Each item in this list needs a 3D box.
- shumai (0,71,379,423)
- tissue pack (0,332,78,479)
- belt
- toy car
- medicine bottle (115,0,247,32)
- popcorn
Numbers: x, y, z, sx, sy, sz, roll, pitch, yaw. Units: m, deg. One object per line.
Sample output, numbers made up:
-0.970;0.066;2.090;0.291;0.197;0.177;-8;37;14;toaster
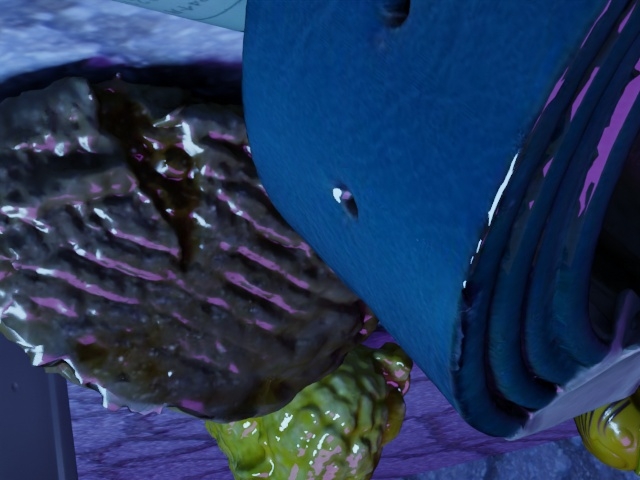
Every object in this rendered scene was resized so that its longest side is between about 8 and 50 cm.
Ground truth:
-0.129;-0.013;1.065;0.346;0.217;0.283;11;-172;-25;shumai
-0.310;0.139;1.240;0.136;0.246;0.159;-16;161;23;tissue pack
0.125;-0.087;0.605;0.300;0.173;0.436;-31;148;-19;belt
0.316;0.125;1.535;0.142;0.248;0.200;2;161;8;toy car
0.021;-0.142;0.698;0.352;0.110;0.110;7;157;-43;medicine bottle
-0.002;0.208;1.731;0.251;0.206;0.237;-24;148;-7;popcorn
